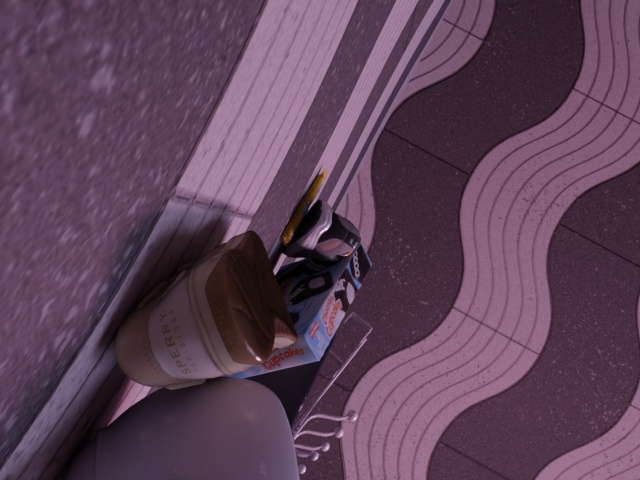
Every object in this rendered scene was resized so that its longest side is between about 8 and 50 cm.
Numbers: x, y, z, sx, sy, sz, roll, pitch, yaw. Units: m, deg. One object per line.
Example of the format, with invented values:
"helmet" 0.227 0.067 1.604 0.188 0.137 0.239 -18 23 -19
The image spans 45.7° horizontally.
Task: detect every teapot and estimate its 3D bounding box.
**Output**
"teapot" -0.130 0.228 0.610 0.252 0.187 0.256 -118 -147 -60

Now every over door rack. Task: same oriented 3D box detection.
"over door rack" 0.016 0.340 1.580 0.324 0.108 0.239 -61 179 -34

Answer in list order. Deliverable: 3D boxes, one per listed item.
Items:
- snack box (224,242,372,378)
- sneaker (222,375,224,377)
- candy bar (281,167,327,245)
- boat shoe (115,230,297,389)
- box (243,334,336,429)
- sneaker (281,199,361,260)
"snack box" -0.040 0.120 1.353 0.187 0.060 0.322 -18 -161 28
"sneaker" -0.181 0.242 0.978 0.188 0.066 0.071 -63 177 20
"candy bar" -0.028 -0.059 1.328 0.161 0.018 0.040 -61 178 -25
"boat shoe" -0.086 0.060 0.632 0.098 0.109 0.302 -22 -179 4
"box" -0.150 0.341 1.464 0.343 0.179 0.312 -64 176 37
"sneaker" 0.000 0.000 1.403 0.100 0.108 0.271 -61 -172 -9
